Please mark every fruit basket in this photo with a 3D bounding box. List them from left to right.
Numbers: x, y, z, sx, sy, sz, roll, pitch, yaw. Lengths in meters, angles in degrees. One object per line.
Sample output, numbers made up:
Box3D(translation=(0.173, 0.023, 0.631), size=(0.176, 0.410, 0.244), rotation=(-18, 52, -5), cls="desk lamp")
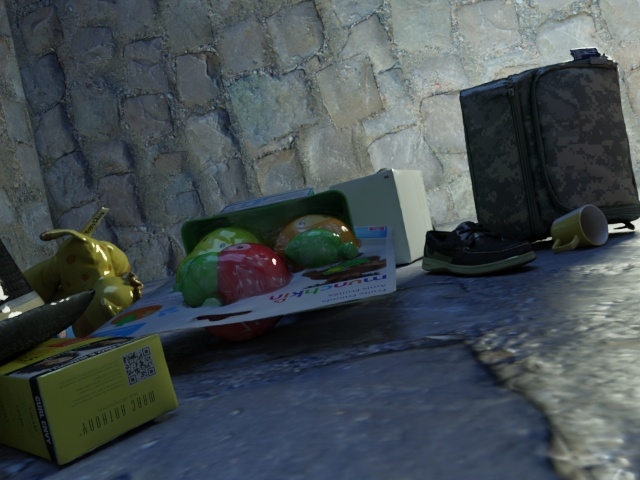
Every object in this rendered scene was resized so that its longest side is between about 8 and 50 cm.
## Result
Box3D(translation=(-0.073, 0.028, 0.632), size=(0.327, 0.165, 0.353), rotation=(-11, 5, 10), cls="fruit basket")

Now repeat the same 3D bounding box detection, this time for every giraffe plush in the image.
Box3D(translation=(-0.334, 0.084, 0.787), size=(0.210, 0.170, 0.181), rotation=(-52, -20, 26), cls="giraffe plush")

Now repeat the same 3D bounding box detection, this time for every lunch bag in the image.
Box3D(translation=(0.398, -0.151, 0.908), size=(0.256, 0.305, 0.212), rotation=(-9, -10, 23), cls="lunch bag")

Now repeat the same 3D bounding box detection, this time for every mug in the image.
Box3D(translation=(0.377, -0.016, 0.775), size=(0.078, 0.062, 0.064), rotation=(-5, -10, -28), cls="mug")

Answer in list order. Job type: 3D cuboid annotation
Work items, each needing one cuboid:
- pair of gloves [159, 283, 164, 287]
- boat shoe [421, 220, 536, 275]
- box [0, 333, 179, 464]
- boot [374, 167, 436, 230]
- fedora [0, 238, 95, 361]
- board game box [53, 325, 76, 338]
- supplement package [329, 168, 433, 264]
Box3D(translation=(-0.389, 0.129, 1.626), size=(0.240, 0.042, 0.204), rotation=(-13, 2, -15), cls="pair of gloves")
Box3D(translation=(0.216, 0.009, 0.759), size=(0.080, 0.073, 0.223), rotation=(-12, 1, -20), cls="boat shoe")
Box3D(translation=(-0.214, 0.113, 0.403), size=(0.232, 0.058, 0.087), rotation=(-11, 3, 43), cls="box")
Box3D(translation=(0.137, -0.067, 1.402), size=(0.280, 0.096, 0.264), rotation=(-8, -41, 45), cls="boot")
Box3D(translation=(-0.370, 0.042, 0.426), size=(0.334, 0.152, 0.334), rotation=(-15, 5, 1), cls="fedora")
Box3D(translation=(-0.459, 0.156, 0.953), size=(0.160, 0.047, 0.210), rotation=(-11, 2, 21), cls="board game box")
Box3D(translation=(0.144, -0.047, 1.143), size=(0.149, 0.194, 0.203), rotation=(-12, 1, 28), cls="supplement package")
